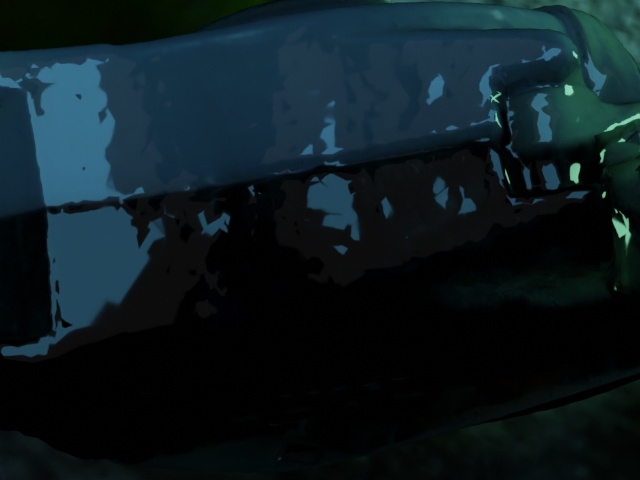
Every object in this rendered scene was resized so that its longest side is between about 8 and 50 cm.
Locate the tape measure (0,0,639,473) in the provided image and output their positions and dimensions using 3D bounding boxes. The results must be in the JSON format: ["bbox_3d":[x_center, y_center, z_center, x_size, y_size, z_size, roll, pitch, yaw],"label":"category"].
[{"bbox_3d":[0.001,0.001,0.491,0.182,0.181,0.107,-9,78,0],"label":"tape measure"}]

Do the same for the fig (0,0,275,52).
[{"bbox_3d":[-0.081,-0.162,0.591,0.206,0.206,0.275,15,35,-3],"label":"fig"}]
